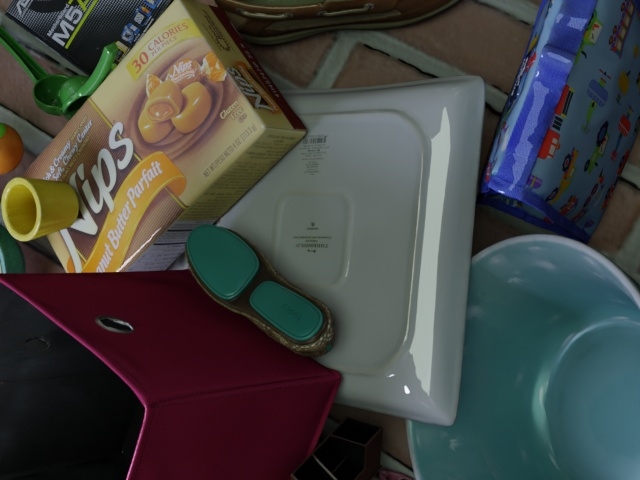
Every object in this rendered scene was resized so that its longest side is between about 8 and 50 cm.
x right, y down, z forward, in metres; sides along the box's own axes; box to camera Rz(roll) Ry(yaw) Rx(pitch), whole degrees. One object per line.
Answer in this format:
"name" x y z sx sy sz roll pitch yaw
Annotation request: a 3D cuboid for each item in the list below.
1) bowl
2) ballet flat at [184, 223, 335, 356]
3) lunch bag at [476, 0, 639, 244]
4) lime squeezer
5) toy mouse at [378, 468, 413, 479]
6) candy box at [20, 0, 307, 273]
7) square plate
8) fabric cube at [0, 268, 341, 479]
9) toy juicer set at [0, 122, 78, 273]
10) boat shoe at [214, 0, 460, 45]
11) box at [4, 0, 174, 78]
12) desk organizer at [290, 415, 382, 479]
"bowl" 0.242 0.158 0.934 0.311 0.163 0.312 -17 68 52
"ballet flat" -0.062 0.057 1.011 0.073 0.067 0.206 -44 56 -9
"lunch bag" 0.230 -0.128 0.928 0.138 0.293 0.221 22 91 15
"lime squeezer" -0.300 -0.197 1.169 0.310 0.058 0.110 20 120 47
"toy mouse" 0.061 0.274 1.048 0.143 0.161 0.031 34 114 47
"candy box" -0.185 -0.090 1.098 0.316 0.087 0.183 -42 71 26
"square plate" 0.000 0.000 1.045 0.347 0.049 0.344 3 86 38
"fabric cube" -0.182 0.191 0.977 0.254 0.258 0.259 30 108 35
"toy juicer set" -0.420 0.008 1.158 0.209 0.089 0.329 49 123 22
"boat shoe" 0.032 -0.294 1.085 0.324 0.120 0.123 -15 82 14
"box" -0.263 -0.303 1.206 0.184 0.045 0.191 37 95 13
"desk organizer" 0.017 0.232 1.000 0.047 0.130 0.050 12 113 24
